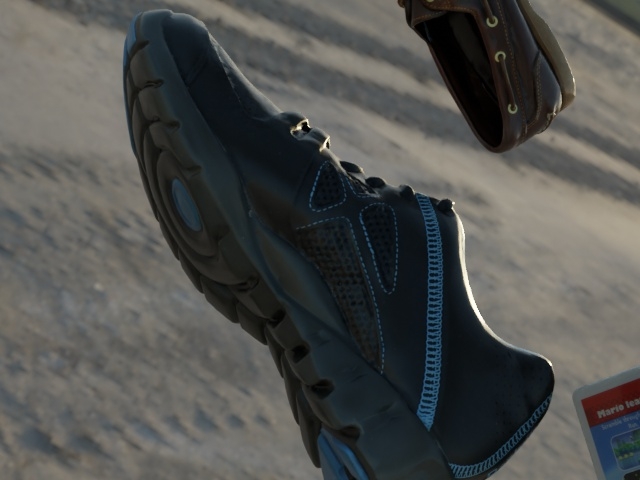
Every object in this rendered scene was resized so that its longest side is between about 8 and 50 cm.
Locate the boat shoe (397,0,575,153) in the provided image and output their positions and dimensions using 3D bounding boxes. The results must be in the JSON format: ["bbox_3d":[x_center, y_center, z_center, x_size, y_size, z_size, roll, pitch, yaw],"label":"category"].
[{"bbox_3d":[0.088,-0.154,0.918,0.207,0.073,0.073,58,-25,-8],"label":"boat shoe"}]

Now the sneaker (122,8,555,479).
[{"bbox_3d":[0.000,0.000,0.853,0.341,0.139,0.125,58,-19,10],"label":"sneaker"}]

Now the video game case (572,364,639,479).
[{"bbox_3d":[0.273,0.194,0.840,0.025,0.204,0.285,0,69,-47],"label":"video game case"}]
